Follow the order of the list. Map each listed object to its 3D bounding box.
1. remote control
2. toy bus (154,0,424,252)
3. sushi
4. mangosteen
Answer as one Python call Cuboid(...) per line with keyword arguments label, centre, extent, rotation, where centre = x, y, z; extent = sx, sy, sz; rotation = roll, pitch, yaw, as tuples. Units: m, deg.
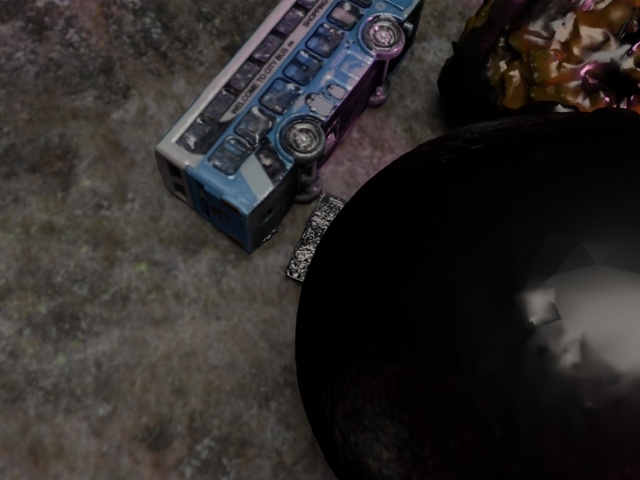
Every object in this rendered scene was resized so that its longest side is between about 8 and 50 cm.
Cuboid(label="remote control", centre=(0.000, 0.000, 0.740), extent=(0.039, 0.014, 0.096), rotation=(24, 69, 3))
Cuboid(label="toy bus", centre=(-0.021, -0.140, 0.747), extent=(0.131, 0.106, 0.297), rotation=(31, 69, 10))
Cuboid(label="sushi", centre=(0.231, -0.166, 0.738), extent=(0.204, 0.200, 0.213), rotation=(34, 74, -1))
Cuboid(label="mangosteen", centre=(0.163, 0.123, 0.535), extent=(0.381, 0.382, 0.436), rotation=(7, 84, -4))
